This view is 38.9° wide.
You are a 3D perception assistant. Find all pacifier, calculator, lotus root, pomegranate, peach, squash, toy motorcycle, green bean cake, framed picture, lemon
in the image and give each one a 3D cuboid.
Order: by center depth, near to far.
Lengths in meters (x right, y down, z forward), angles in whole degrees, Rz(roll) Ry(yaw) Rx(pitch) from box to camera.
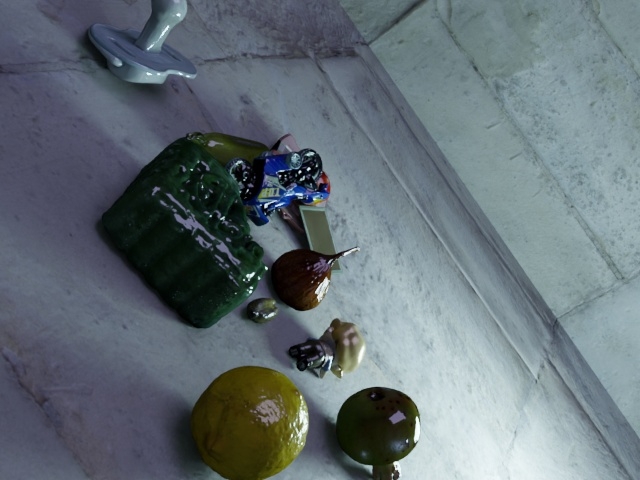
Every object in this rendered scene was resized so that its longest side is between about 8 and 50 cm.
[{"bbox_3d":[-0.117,0.309,1.537,0.231,0.192,0.192,-11,68,-57],"label":"lemon"},{"bbox_3d":[-0.239,-0.026,1.773,0.300,0.169,0.308,48,24,-15],"label":"green bean cake"},{"bbox_3d":[0.113,0.408,1.895,0.179,0.210,0.179,19,10,-3],"label":"pomegranate"},{"bbox_3d":[-0.125,0.147,1.899,0.099,0.049,0.054,-8,74,-64],"label":"lotus root"},{"bbox_3d":[-0.379,-0.466,2.022,0.238,0.226,0.287,42,19,17],"label":"pacifier"},{"bbox_3d":[-0.101,-0.127,2.151,0.315,0.113,0.169,-12,101,-43],"label":"toy motorcycle"},{"bbox_3d":[-0.212,-0.206,2.152,0.094,0.094,0.341,62,22,15],"label":"squash"},{"bbox_3d":[-0.024,-0.144,2.312,0.101,0.101,0.101,42,27,-27],"label":"peach"},{"bbox_3d":[0.000,0.000,2.315,0.142,0.011,0.183,0,73,-61],"label":"framed picture"},{"bbox_3d":[-0.071,-0.144,2.384,0.220,0.048,0.330,48,27,-19],"label":"calculator"}]

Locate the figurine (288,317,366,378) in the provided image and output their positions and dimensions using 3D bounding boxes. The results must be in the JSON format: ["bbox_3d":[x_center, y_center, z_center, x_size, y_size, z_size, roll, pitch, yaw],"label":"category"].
[{"bbox_3d":[0.016,0.247,1.996,0.196,0.108,0.114,-14,59,-46],"label":"figurine"}]

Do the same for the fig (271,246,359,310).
[{"bbox_3d":[-0.007,0.069,2.044,0.134,0.201,0.146,33,37,-58],"label":"fig"}]
